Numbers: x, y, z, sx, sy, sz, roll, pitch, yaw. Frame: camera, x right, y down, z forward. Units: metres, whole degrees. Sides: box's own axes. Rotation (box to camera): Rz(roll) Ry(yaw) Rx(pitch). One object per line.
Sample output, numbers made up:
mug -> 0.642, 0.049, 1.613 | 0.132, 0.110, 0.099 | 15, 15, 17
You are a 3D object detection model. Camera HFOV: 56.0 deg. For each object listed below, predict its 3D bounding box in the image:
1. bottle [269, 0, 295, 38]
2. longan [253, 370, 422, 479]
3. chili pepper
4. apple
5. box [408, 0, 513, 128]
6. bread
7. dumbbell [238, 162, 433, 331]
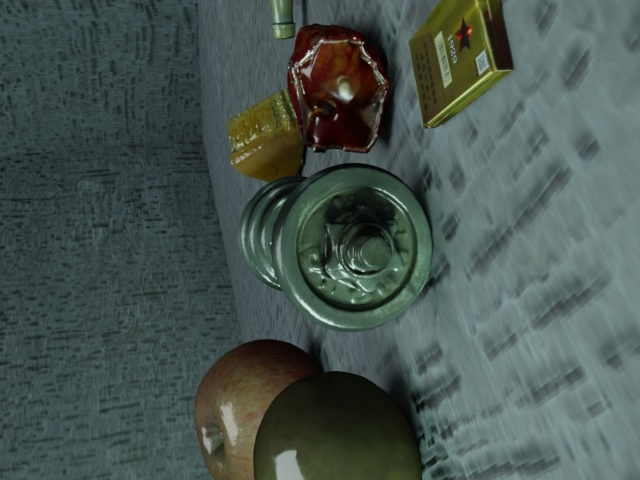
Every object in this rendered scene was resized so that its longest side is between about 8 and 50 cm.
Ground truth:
bottle -> -0.070, -0.463, 0.963 | 0.083, 0.083, 0.269 | -129, 34, -64
longan -> 0.021, 0.293, 0.766 | 0.248, 0.248, 0.248 | 172, 90, -76
chili pepper -> 0.011, -0.211, 0.787 | 0.144, 0.136, 0.252 | 40, -164, -23
apple -> -0.117, 0.379, 1.240 | 0.345, 0.269, 0.344 | 173, 90, -75
box -> 0.117, -0.163, 0.527 | 0.133, 0.023, 0.090 | 144, 115, -74
bread -> -0.070, -0.198, 1.181 | 0.160, 0.169, 0.140 | 25, -134, -57
dumbbell -> 0.000, 0.000, 0.762 | 0.406, 0.179, 0.179 | -169, 72, -75
